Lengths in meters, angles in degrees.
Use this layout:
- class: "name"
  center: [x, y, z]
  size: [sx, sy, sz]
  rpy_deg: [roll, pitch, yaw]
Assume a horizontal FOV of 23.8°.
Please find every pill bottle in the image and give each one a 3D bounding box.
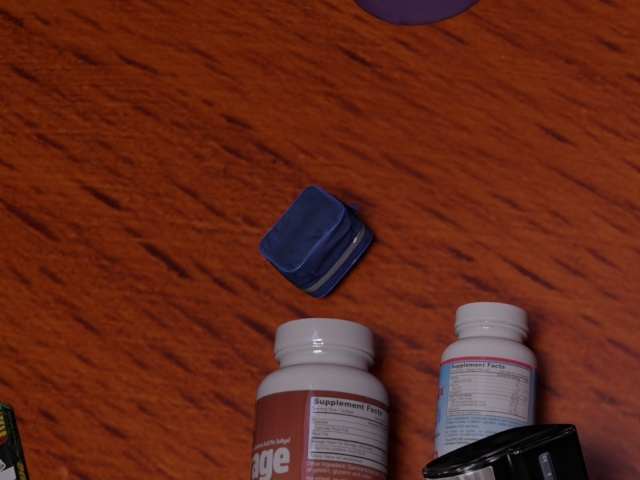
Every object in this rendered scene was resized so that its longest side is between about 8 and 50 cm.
- class: "pill bottle"
  center: [0.145, 0.139, 1.325]
  size: [0.087, 0.087, 0.160]
  rpy_deg: [-1, 69, 19]
- class: "pill bottle"
  center: [0.000, 0.184, 1.341]
  size: [0.121, 0.121, 0.216]
  rpy_deg: [-5, 67, 18]

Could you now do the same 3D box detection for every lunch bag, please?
- class: "lunch bag"
  center: [0.000, 0.000, 1.446]
  size: [0.098, 0.065, 0.067]
  rpy_deg: [-48, 46, -2]

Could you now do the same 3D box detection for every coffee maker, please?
- class: "coffee maker"
  center: [0.177, 0.239, 1.215]
  size: [0.120, 0.171, 0.178]
  rpy_deg: [-16, 88, 41]

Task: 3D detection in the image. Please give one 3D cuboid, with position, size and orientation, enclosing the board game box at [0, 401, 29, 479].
- class: "board game box"
  center: [-0.410, 0.271, 1.507]
  size: [0.260, 0.030, 0.136]
  rpy_deg: [-25, 65, 9]

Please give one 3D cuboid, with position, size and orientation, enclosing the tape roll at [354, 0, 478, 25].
- class: "tape roll"
  center: [0.096, -0.318, 1.529]
  size: [0.189, 0.080, 0.189]
  rpy_deg: [-7, 66, 17]
